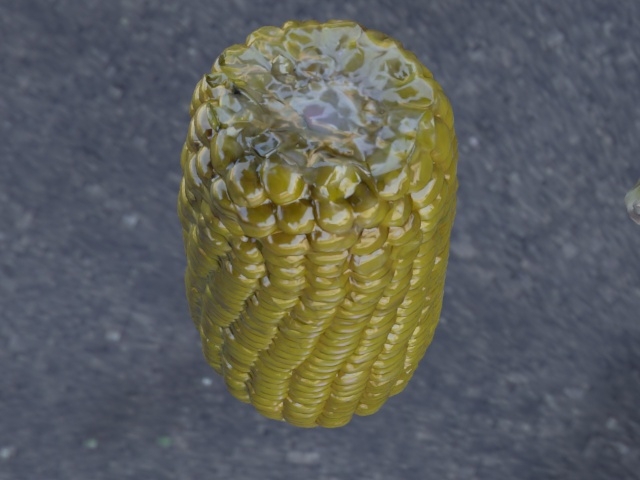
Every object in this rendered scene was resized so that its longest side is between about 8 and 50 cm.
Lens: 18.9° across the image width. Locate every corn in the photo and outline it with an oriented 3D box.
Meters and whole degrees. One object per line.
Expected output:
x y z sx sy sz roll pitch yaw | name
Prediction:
0.000 0.000 0.956 0.144 0.387 0.144 1 70 -3 | corn

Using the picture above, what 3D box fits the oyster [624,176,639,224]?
0.212 -0.088 0.536 0.100 0.271 0.275 26 99 -25 | oyster
